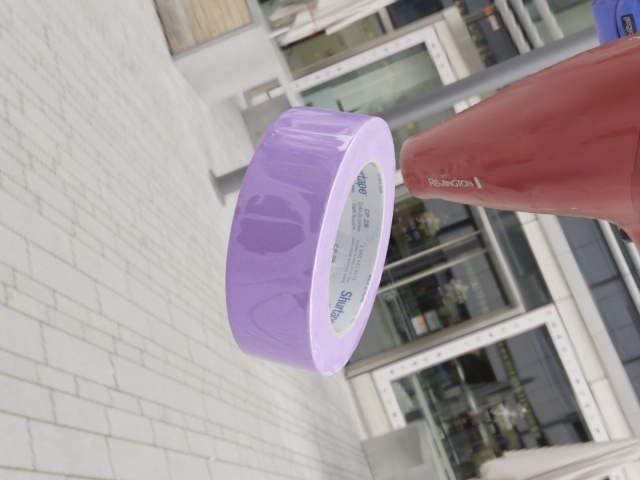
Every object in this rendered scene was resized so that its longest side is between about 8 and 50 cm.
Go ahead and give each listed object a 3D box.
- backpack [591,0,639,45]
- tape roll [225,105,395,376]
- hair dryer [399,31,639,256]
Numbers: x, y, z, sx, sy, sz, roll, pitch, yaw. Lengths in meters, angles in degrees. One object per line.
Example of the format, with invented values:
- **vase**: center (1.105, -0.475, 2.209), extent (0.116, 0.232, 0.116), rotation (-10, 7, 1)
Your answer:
- **backpack**: center (0.288, -0.182, 0.581), extent (0.098, 0.101, 0.120), rotation (63, -8, -14)
- **tape roll**: center (0.000, 0.000, 0.774), extent (0.275, 0.090, 0.275), rotation (12, 90, -71)
- **hair dryer**: center (0.165, 0.009, 0.339), extent (0.293, 0.080, 0.224), rotation (32, -48, 21)
